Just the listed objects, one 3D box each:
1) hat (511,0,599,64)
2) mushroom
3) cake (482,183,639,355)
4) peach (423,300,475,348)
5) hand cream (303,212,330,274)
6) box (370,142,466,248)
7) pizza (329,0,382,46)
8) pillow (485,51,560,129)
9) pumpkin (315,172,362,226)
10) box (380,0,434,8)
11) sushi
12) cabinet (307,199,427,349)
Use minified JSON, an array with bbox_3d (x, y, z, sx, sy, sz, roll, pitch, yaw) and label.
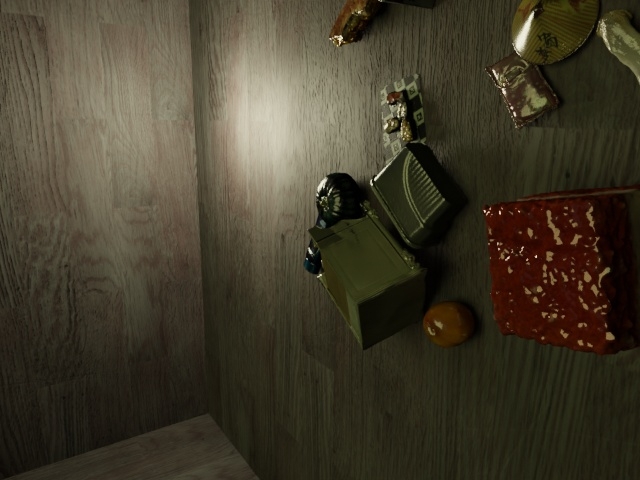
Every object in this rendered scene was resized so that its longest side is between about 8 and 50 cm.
[{"bbox_3d":[0.477,-0.479,1.053,0.193,0.082,0.192,2,92,49],"label":"hat"},{"bbox_3d":[0.607,-0.354,0.946,0.202,0.054,0.059,63,149,17],"label":"mushroom"},{"bbox_3d":[0.507,0.038,0.936,0.270,0.320,0.269,1,100,62],"label":"cake"},{"bbox_3d":[0.355,0.234,1.388,0.138,0.138,0.138,18,112,54],"label":"peach"},{"bbox_3d":[0.000,0.000,1.957,0.120,0.061,0.270,48,127,48],"label":"hand cream"},{"bbox_3d":[0.278,-0.130,1.407,0.274,0.138,0.178,60,137,22],"label":"box"},{"bbox_3d":[0.126,-0.718,1.562,0.305,0.086,0.161,-38,44,51],"label":"pizza"},{"bbox_3d":[0.470,-0.361,1.154,0.118,0.043,0.184,-34,71,45],"label":"pillow"},{"bbox_3d":[0.061,-0.139,1.743,0.202,0.140,0.201,15,107,57],"label":"pumpkin"},{"bbox_3d":[0.240,-0.683,1.309,0.036,0.178,0.115,40,130,46],"label":"box"},{"bbox_3d":[0.237,-0.351,1.511,0.193,0.043,0.279,3,100,56],"label":"sushi"},{"bbox_3d":[0.141,0.102,1.516,0.318,0.228,0.289,56,167,37],"label":"cabinet"}]
